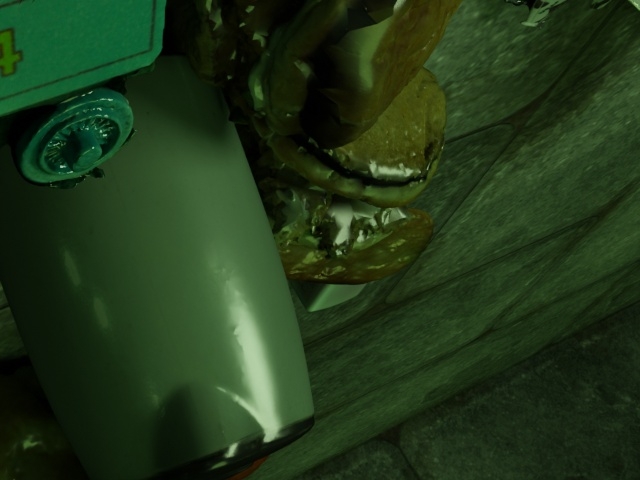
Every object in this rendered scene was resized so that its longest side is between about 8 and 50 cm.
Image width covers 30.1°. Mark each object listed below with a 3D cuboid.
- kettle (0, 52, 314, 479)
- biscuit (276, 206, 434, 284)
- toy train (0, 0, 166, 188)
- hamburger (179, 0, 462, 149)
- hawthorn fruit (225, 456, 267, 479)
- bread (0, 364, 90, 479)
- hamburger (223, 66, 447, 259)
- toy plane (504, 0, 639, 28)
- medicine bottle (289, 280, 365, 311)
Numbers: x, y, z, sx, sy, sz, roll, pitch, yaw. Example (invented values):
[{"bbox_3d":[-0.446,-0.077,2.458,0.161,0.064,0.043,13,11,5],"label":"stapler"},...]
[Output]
[{"bbox_3d":[-0.102,0.034,0.728,0.161,0.236,0.221,-20,174,-11],"label":"kettle"},{"bbox_3d":[0.000,0.000,1.115,0.247,0.029,0.118,5,137,-37],"label":"biscuit"},{"bbox_3d":[-0.163,-0.090,0.546,0.198,0.107,0.154,-23,154,-25],"label":"toy train"},{"bbox_3d":[0.025,-0.141,0.651,0.206,0.130,0.183,-34,160,-31],"label":"hamburger"},{"bbox_3d":[-0.108,0.090,1.000,0.207,0.207,0.243,-17,148,-40],"label":"hawthorn fruit"},{"bbox_3d":[-0.235,0.247,1.105,0.196,0.252,0.238,-30,160,-10],"label":"bread"},{"bbox_3d":[-0.001,-0.058,0.801,0.131,0.159,0.185,-46,-167,42],"label":"hamburger"},{"bbox_3d":[0.191,-0.210,0.890,0.234,0.082,0.160,7,151,-42],"label":"toy plane"},{"bbox_3d":[0.024,0.019,1.245,0.074,0.055,0.118,-16,156,-35],"label":"medicine bottle"}]
